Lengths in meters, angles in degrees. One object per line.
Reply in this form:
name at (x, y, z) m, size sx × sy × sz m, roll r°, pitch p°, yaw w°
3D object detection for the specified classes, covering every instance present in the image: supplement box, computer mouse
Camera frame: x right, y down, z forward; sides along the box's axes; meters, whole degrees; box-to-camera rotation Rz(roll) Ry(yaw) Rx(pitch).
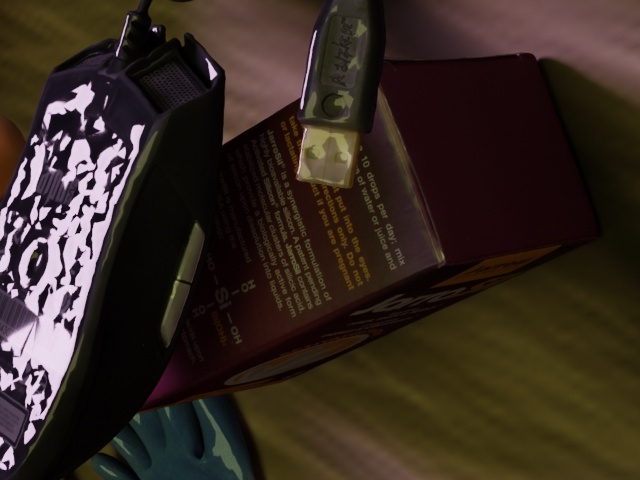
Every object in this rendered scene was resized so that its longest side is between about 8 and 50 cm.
supplement box at (0.000, 0.000, 0.676) m, size 0.188 × 0.104 × 0.081 m, roll -28°, pitch 77°, yaw 40°
computer mouse at (-0.045, -0.017, 0.604) m, size 0.184 × 0.060 × 0.262 m, roll 15°, pitch 87°, yaw 48°

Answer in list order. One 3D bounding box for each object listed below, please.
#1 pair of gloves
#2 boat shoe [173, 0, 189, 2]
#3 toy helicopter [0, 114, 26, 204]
pair of gloves at (-0.088, 0.155, 0.829) m, size 0.198 × 0.023 × 0.159 m, roll -48°, pitch 65°, yaw 34°
boat shoe at (-0.020, -0.250, 0.665) m, size 0.130 × 0.132 × 0.355 m, roll 41°, pitch 129°, yaw 19°
toy helicopter at (-0.262, 0.039, 0.746) m, size 0.140 × 0.355 × 0.235 m, roll 55°, pitch 144°, yaw 22°
